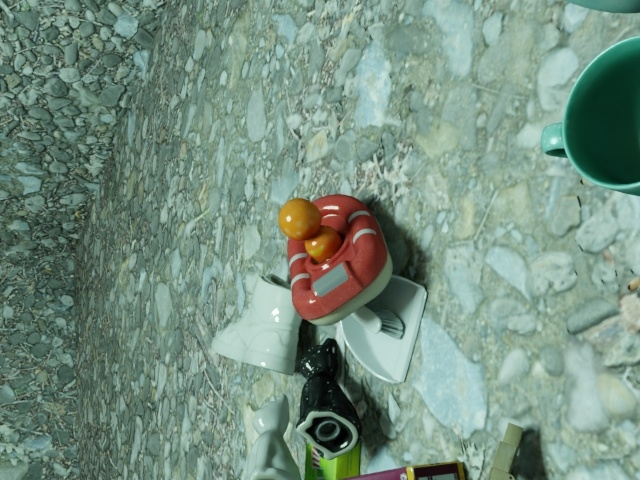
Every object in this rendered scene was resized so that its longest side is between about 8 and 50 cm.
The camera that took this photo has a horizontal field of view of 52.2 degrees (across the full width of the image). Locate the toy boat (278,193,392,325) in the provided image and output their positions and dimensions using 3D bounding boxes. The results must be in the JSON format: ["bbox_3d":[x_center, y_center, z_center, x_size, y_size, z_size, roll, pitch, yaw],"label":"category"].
[{"bbox_3d":[0.000,0.000,0.923,0.151,0.151,0.231,-36,24,13],"label":"toy boat"}]

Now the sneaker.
[{"bbox_3d":[-0.107,0.146,1.203,0.292,0.108,0.169,-6,67,60],"label":"sneaker"}]

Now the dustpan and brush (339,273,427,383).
[{"bbox_3d":[0.055,0.101,0.957,0.211,0.060,0.147,30,110,57],"label":"dustpan and brush"}]

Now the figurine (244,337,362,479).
[{"bbox_3d":[-0.036,0.273,0.995,0.215,0.092,0.209,-51,18,16],"label":"figurine"}]

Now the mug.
[{"bbox_3d":[0.286,-0.106,0.570,0.158,0.097,0.129,50,127,52],"label":"mug"}]

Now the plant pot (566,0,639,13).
[{"bbox_3d":[0.259,-0.313,0.518,0.196,0.293,0.293,95,164,-59],"label":"plant pot"}]

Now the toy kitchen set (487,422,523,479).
[{"bbox_3d":[0.217,0.254,0.691,0.083,0.075,0.068,-62,-22,-28],"label":"toy kitchen set"}]

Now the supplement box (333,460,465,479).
[{"bbox_3d":[0.097,0.342,0.819,0.188,0.081,0.104,-37,53,51],"label":"supplement box"}]

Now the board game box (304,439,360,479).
[{"bbox_3d":[0.014,0.385,0.988,0.092,0.043,0.181,-8,77,59],"label":"board game box"}]
